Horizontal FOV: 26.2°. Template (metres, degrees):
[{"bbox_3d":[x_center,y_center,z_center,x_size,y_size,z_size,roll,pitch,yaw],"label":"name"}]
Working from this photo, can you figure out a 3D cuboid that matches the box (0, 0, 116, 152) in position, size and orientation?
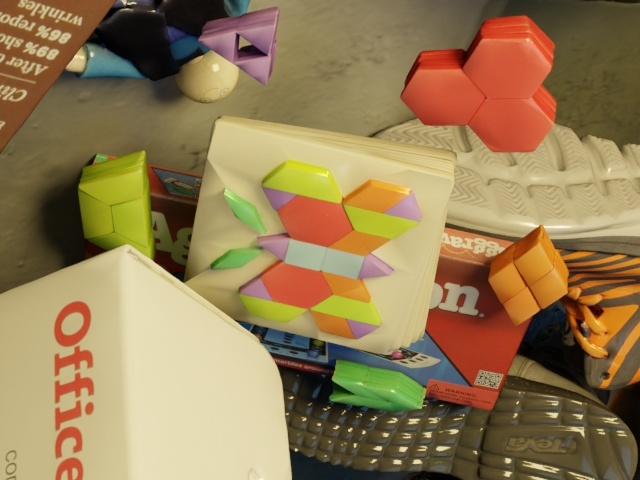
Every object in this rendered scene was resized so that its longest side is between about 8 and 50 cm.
[{"bbox_3d":[-0.230,-0.094,0.574,0.191,0.143,0.381,13,129,-46],"label":"box"}]

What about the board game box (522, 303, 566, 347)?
[{"bbox_3d":[0.209,0.058,1.209,0.090,0.020,0.090,-19,147,-14],"label":"board game box"}]

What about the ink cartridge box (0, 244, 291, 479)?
[{"bbox_3d":[-0.220,0.211,0.788,0.395,0.285,0.166,-21,146,19],"label":"ink cartridge box"}]

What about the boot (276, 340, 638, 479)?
[{"bbox_3d":[0.068,0.102,1.052,0.223,0.338,0.118,-76,-169,-80],"label":"boot"}]

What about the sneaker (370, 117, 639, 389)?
[{"bbox_3d":[0.168,0.021,0.953,0.321,0.124,0.180,8,131,-9],"label":"sneaker"}]

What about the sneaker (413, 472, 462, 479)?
[{"bbox_3d":[0.095,0.268,1.412,0.158,0.061,0.065,-17,120,-17],"label":"sneaker"}]

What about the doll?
[{"bbox_3d":[-0.092,-0.124,0.712,0.129,0.046,0.189,-32,154,6],"label":"doll"}]

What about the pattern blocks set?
[{"bbox_3d":[0.000,0.000,0.795,0.285,0.026,0.325,3,139,9],"label":"pattern blocks set"}]

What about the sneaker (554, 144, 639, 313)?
[{"bbox_3d":[0.314,-0.019,1.107,0.256,0.094,0.151,-11,140,-28],"label":"sneaker"}]

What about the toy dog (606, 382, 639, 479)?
[{"bbox_3d":[0.340,0.243,1.273,0.408,0.284,0.395,28,76,-42],"label":"toy dog"}]

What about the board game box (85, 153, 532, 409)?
[{"bbox_3d":[-0.010,0.031,0.873,0.281,0.027,0.145,12,137,-1],"label":"board game box"}]
